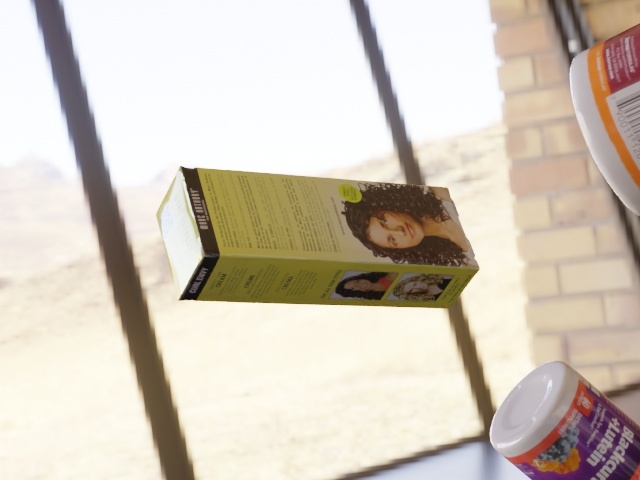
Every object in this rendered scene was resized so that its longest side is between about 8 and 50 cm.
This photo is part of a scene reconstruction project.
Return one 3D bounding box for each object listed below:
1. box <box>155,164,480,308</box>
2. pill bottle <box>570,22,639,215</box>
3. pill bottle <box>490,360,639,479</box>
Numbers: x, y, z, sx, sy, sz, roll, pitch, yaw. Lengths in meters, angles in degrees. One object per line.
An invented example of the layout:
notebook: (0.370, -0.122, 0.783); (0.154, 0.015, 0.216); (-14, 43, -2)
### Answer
box: (0.000, 0.000, 1.084); (0.232, 0.087, 0.058); (2, -39, -28)
pill bottle: (0.509, -0.198, 1.675); (0.392, 0.224, 0.224); (-25, -9, 27)
pill bottle: (0.266, 0.213, 1.391); (0.108, 0.193, 0.108); (-47, 13, 15)
